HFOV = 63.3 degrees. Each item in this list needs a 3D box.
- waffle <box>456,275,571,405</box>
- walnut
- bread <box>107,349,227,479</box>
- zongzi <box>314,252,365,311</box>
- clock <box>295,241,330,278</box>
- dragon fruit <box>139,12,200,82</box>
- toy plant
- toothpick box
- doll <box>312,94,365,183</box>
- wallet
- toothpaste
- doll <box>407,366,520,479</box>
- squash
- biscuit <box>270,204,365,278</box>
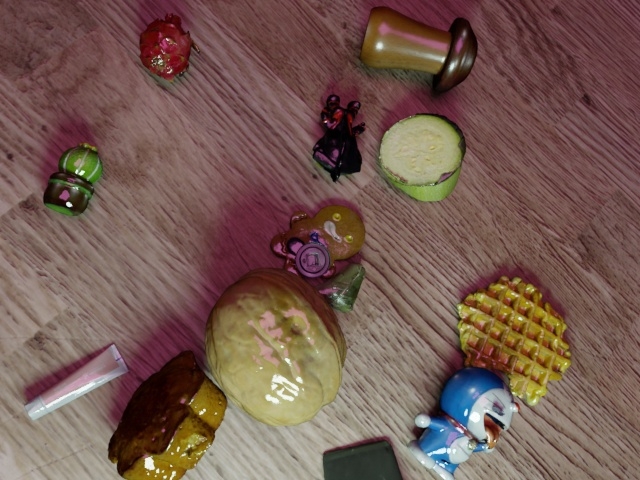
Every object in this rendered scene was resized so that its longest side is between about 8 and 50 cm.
[{"bbox_3d":[0.468,0.235,1.260,0.282,0.058,0.300,-37,85,-18],"label":"waffle"},{"bbox_3d":[-0.084,0.212,1.052,0.252,0.277,0.313,-41,90,13],"label":"walnut"},{"bbox_3d":[-0.294,0.349,0.991,0.246,0.232,0.135,-47,114,-10],"label":"bread"},{"bbox_3d":[0.040,0.076,1.199,0.131,0.062,0.154,27,78,-20],"label":"zongzi"},{"bbox_3d":[-0.018,0.046,1.201,0.085,0.017,0.085,1,83,-10],"label":"clock"},{"bbox_3d":[-0.376,-0.467,1.258,0.136,0.133,0.165,22,66,-50],"label":"dragon fruit"},{"bbox_3d":[-0.541,-0.140,1.147,0.093,0.093,0.162,18,72,-6],"label":"toy plant"},{"bbox_3d":[0.259,-0.505,1.363,0.295,0.192,0.192,13,72,-2],"label":"toothpick box"},{"bbox_3d":[0.049,-0.250,1.305,0.127,0.088,0.248,-2,64,9],"label":"doll"},{"bbox_3d":[0.105,0.547,1.072,0.169,0.052,0.245,-7,50,-11],"label":"wallet"},{"bbox_3d":[-0.499,0.293,1.064,0.195,0.043,0.067,-30,80,-23],"label":"toothpaste"},{"bbox_3d":[0.312,0.398,1.132,0.215,0.161,0.256,41,81,-27],"label":"doll"},{"bbox_3d":[0.257,-0.213,1.335,0.220,0.133,0.220,-2,72,5],"label":"squash"},{"bbox_3d":[0.000,0.000,1.246,0.236,0.039,0.179,-28,81,-19],"label":"biscuit"}]
